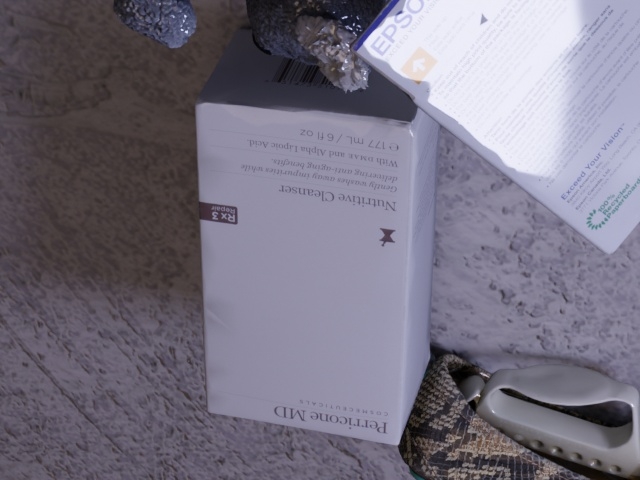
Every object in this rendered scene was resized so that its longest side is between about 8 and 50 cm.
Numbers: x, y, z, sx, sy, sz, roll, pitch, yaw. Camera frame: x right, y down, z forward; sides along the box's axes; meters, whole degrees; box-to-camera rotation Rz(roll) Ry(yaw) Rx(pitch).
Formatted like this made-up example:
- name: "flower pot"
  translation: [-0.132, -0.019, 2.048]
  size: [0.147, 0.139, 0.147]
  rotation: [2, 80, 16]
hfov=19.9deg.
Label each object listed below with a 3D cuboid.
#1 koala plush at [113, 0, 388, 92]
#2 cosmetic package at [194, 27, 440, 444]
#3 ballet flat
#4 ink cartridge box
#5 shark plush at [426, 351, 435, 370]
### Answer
- name: "koala plush"
  translation: [-0.029, -0.233, 1.606]
  size: [0.221, 0.196, 0.203]
  rotation: [39, 122, -12]
- name: "cosmetic package"
  translation: [0.000, 0.000, 1.801]
  size: [0.217, 0.156, 0.385]
  rotation: [7, 125, 12]
- name: "ballet flat"
  translation: [0.324, 0.239, 1.948]
  size: [0.483, 0.164, 0.182]
  rotation: [19, 119, 5]
- name: "ink cartridge box"
  translation: [0.217, -0.195, 1.379]
  size: [0.330, 0.071, 0.324]
  rotation: [35, 99, -36]
- name: "shark plush"
  translation: [0.047, 0.098, 1.994]
  size: [0.161, 0.073, 0.067]
  rotation: [45, 112, 5]
